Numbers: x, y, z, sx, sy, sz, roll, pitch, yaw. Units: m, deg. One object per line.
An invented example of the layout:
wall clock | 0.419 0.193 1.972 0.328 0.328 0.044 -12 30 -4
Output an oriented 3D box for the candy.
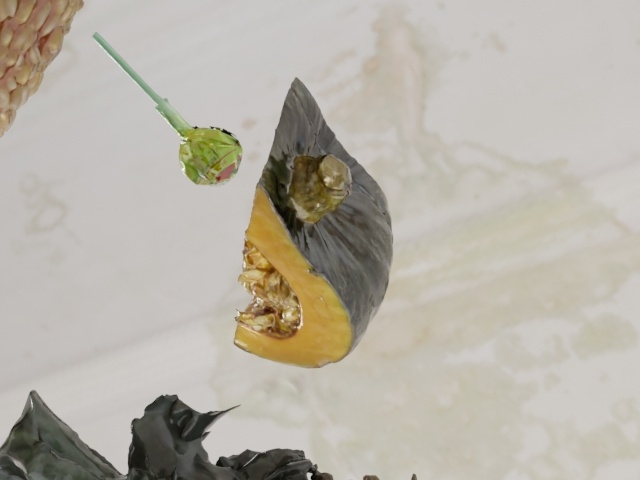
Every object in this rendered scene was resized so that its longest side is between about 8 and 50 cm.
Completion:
candy | -0.152 -0.130 1.464 0.062 0.194 0.058 -46 -174 -33

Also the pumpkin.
pumpkin | 0.003 -0.002 1.303 0.126 0.248 0.131 20 -129 12

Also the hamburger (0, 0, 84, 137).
hamburger | -0.274 -0.169 0.773 0.250 0.330 0.330 21 -108 26

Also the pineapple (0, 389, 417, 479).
pineapple | -0.028 0.139 0.656 0.248 0.128 0.128 26 -110 -3
